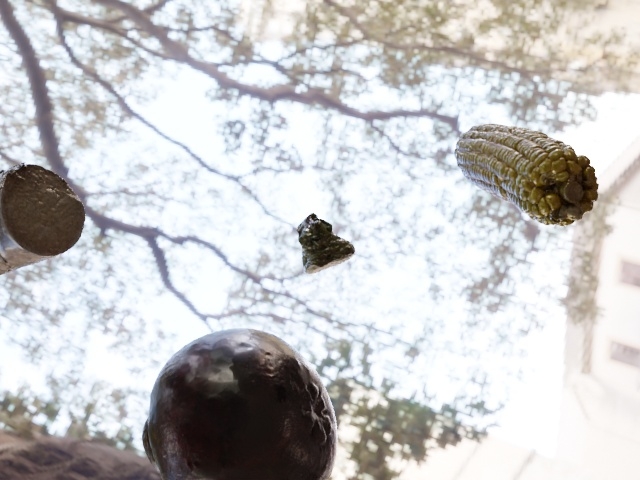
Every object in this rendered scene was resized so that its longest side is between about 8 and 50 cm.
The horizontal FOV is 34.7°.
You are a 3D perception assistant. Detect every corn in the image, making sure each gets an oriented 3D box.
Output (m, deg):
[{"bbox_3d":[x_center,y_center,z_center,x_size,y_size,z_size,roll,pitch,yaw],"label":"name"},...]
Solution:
[{"bbox_3d":[0.243,-0.095,1.290,0.101,0.313,0.102,-5,-74,-16],"label":"corn"}]

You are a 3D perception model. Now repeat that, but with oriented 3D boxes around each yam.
[{"bbox_3d":[-0.246,-0.009,0.753,0.079,0.141,0.079,20,-116,-47],"label":"yam"}]

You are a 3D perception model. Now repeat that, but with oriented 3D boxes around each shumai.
[{"bbox_3d":[0.000,0.000,1.454,0.082,0.083,0.081,-11,-104,-44],"label":"shumai"}]

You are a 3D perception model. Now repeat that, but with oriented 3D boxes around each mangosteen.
[{"bbox_3d":[-0.064,0.140,0.752,0.152,0.152,0.153,-33,-49,-48],"label":"mangosteen"}]
